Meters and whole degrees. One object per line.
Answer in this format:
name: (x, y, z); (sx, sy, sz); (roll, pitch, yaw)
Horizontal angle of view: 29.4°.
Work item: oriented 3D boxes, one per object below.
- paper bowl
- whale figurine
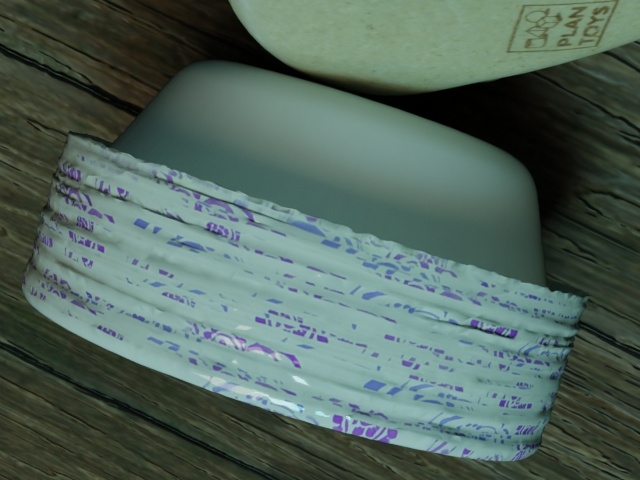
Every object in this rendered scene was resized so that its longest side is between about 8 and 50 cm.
paper bowl: (0.000, 0.000, 0.643); (0.284, 0.284, 0.148); (19, 93, 10)
whale figurine: (0.090, -0.155, 0.550); (0.272, 0.141, 0.216); (0, 157, -1)
